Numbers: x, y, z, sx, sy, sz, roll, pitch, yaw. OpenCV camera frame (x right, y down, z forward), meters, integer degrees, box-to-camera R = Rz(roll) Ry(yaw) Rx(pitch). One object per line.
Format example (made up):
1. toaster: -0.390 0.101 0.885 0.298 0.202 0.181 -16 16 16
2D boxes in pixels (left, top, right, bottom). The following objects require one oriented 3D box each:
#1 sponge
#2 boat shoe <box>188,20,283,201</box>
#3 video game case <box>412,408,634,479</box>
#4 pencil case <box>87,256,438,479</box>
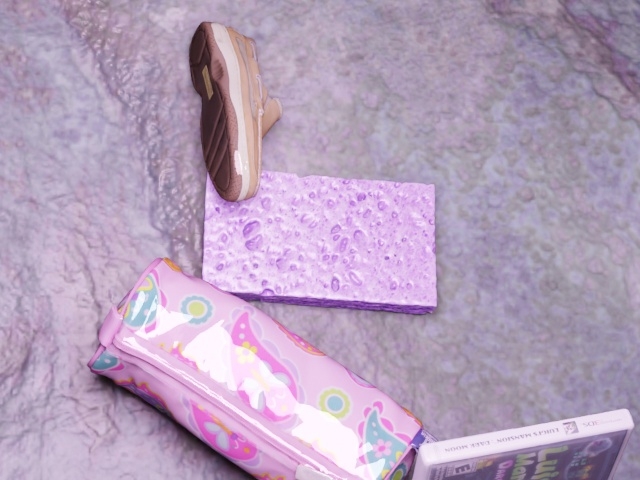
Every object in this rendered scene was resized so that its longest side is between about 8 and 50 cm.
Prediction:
1. sponge: 0.000 0.000 1.507 0.210 0.031 0.117 4 72 -7
2. boat shoe: -0.065 -0.115 1.500 0.072 0.068 0.190 7 55 -26
3. video game case: 0.155 0.208 1.386 0.173 0.190 0.022 -9 54 -11
4. pencil case: -0.050 0.132 1.411 0.284 0.124 0.124 34 71 3
